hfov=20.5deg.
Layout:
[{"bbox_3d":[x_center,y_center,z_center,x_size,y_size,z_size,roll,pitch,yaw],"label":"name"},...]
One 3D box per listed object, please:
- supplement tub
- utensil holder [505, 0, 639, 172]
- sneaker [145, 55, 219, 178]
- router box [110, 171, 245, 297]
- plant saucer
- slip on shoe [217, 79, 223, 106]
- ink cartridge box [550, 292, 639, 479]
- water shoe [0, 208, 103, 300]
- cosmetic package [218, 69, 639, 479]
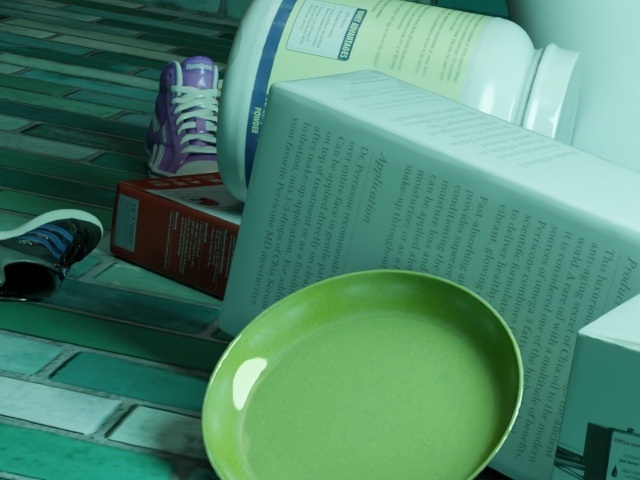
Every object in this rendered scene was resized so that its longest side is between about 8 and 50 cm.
[{"bbox_3d":[0.081,-0.122,1.768,0.325,0.235,0.235,12,14,12],"label":"supplement tub"},{"bbox_3d":[0.375,-0.163,1.952,0.328,0.385,0.327,-4,-21,-1],"label":"utensil holder"},{"bbox_3d":[-0.162,-0.145,2.212,0.102,0.161,0.282,5,16,-21],"label":"sneaker"},{"bbox_3d":[0.000,0.000,1.891,0.301,0.082,0.335,19,17,37],"label":"router box"},{"bbox_3d":[0.032,0.122,1.307,0.241,0.037,0.241,-10,45,10],"label":"plant saucer"},{"bbox_3d":[-0.083,-0.158,2.457,0.123,0.101,0.331,-1,-2,13],"label":"slip on shoe"},{"bbox_3d":[0.215,0.149,1.172,0.087,0.208,0.153,15,15,25],"label":"ink cartridge box"},{"bbox_3d":[-0.271,0.027,1.690,0.080,0.073,0.203,40,32,24],"label":"water shoe"},{"bbox_3d":[0.156,0.042,1.415,0.453,0.230,0.161,25,23,30],"label":"cosmetic package"}]
